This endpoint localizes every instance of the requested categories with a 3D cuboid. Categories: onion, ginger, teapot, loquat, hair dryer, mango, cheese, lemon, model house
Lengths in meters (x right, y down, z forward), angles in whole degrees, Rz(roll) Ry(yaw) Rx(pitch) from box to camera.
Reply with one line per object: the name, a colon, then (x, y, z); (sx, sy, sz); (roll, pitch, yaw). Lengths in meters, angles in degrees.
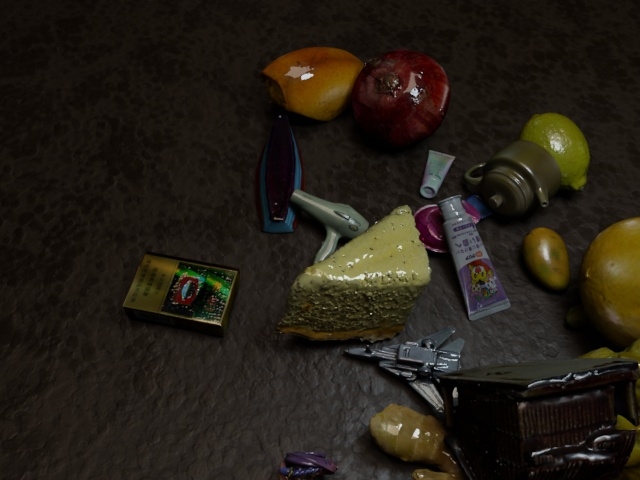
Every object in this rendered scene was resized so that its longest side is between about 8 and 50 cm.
onion: (0.218, -0.392, 1.832); (0.275, 0.276, 0.276); (1, 56, -1)
ginger: (0.280, 0.503, 1.334); (0.347, 0.122, 0.363); (-2, 51, -6)
teapot: (0.487, -0.145, 1.718); (0.175, 0.186, 0.267); (-36, 38, -26)
loquat: (0.722, 0.115, 1.495); (0.359, 0.328, 0.329); (-28, 50, 32)
hair dryer: (-0.012, -0.030, 1.675); (0.225, 0.088, 0.219); (-41, 82, -18)
mango: (0.006, -0.448, 1.908); (0.349, 0.199, 0.201); (-14, 84, -28)
cheese: (0.335, -0.046, 1.717); (0.244, 0.062, 0.155); (-28, 63, -22)
mango: (0.561, 0.045, 1.650); (0.111, 0.089, 0.163); (1, 65, -3)
lemon: (0.623, -0.234, 1.780); (0.184, 0.184, 0.249); (-20, 68, -15)
model house: (0.422, 0.380, 1.261); (0.316, 0.297, 0.283); (-7, 86, -13)

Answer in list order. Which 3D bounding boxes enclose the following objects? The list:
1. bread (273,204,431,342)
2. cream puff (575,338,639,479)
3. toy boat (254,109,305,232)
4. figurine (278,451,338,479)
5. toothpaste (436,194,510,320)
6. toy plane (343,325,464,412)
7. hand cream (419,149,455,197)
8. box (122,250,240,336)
bread: (0.067, 0.067, 1.523); (0.315, 0.248, 0.279); (9, 50, -12)
cream puff: (0.634, 0.356, 1.343); (0.323, 0.270, 0.274); (31, 65, 22)
toy boat: (-0.109, -0.197, 1.799); (0.136, 0.079, 0.393); (1, 59, -2)
figurine: (-0.033, 0.492, 1.331); (0.114, 0.126, 0.157); (14, 92, 45)
toothpaste: (0.364, 0.039, 1.620); (0.113, 0.073, 0.300); (-17, 82, -15)
toy plane: (0.183, 0.262, 1.490); (0.267, 0.088, 0.212); (11, 56, 5)
hand cream: (0.317, -0.188, 1.825); (0.076, 0.047, 0.174); (17, 49, 10)
box: (-0.324, 0.126, 1.573); (0.239, 0.071, 0.160); (10, 54, 4)
